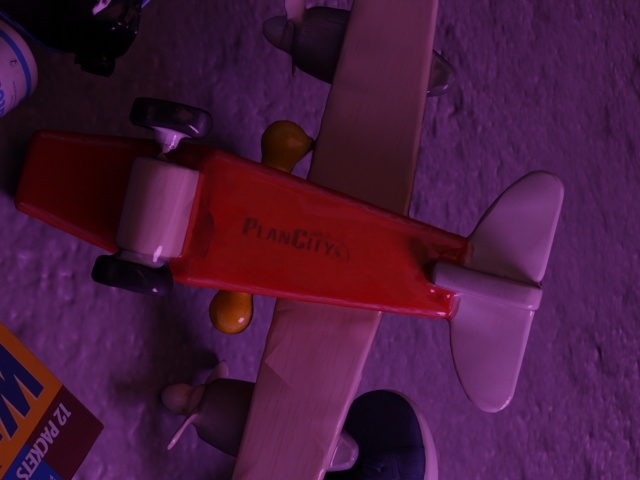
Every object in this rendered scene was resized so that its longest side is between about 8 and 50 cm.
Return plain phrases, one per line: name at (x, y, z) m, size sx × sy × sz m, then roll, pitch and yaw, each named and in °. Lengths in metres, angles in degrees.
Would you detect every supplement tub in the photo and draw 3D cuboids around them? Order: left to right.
supplement tub at (-0.262, -0.108, 1.007) m, size 0.107 × 0.071 × 0.071 m, roll -46°, pitch 119°, yaw -39°

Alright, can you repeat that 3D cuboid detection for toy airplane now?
toy airplane at (0.000, 0.000, 1.137) m, size 0.386 × 0.272 × 0.384 m, roll -33°, pitch 100°, yaw -10°

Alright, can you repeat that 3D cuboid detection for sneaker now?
sneaker at (-0.010, 0.266, 1.201) m, size 0.148 × 0.131 × 0.350 m, roll 46°, pitch 55°, yaw -40°

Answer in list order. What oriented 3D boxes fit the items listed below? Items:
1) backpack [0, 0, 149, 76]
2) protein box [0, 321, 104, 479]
backpack at (-0.165, -0.296, 0.984) m, size 0.276 × 0.263 × 0.213 m, roll 38°, pitch 34°, yaw -40°
protein box at (-0.286, 0.107, 0.861) m, size 0.200 × 0.201 × 0.136 m, roll 52°, pitch 51°, yaw -31°
